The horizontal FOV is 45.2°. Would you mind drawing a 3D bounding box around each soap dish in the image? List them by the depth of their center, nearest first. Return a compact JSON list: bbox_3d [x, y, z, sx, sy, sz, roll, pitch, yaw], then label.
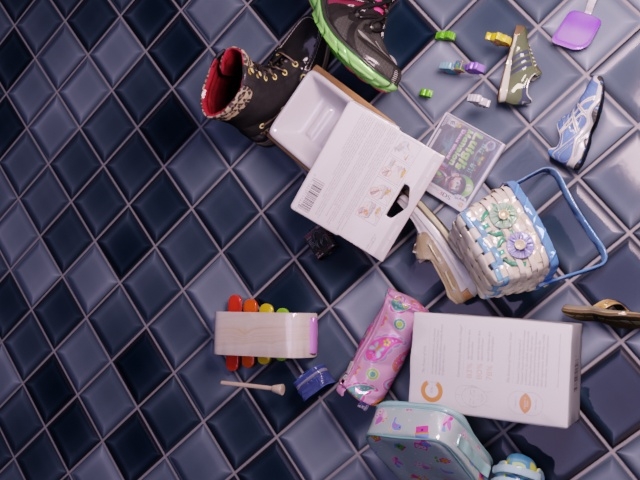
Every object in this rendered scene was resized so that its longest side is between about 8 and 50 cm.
[{"bbox_3d":[0.032,-0.275,1.961,0.291,0.118,0.229,42,103,24],"label":"soap dish"}]

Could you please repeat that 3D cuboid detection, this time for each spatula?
[{"bbox_3d":[0.627,-0.568,1.736,0.084,0.030,0.297,29,98,25],"label":"spatula"}]

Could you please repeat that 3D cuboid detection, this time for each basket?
[{"bbox_3d":[0.452,-0.008,1.686,0.288,0.201,0.255,-22,70,-15],"label":"basket"}]

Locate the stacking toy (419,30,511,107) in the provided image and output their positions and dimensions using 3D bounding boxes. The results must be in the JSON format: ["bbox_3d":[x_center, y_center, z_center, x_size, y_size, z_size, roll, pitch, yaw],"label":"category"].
[{"bbox_3d":[0.339,-0.411,1.838,0.221,0.052,0.167,20,93,50],"label":"stacking toy"}]

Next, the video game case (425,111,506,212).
[{"bbox_3d":[0.325,-0.188,1.857,0.173,0.022,0.190,35,101,25],"label":"video game case"}]

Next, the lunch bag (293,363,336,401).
[{"bbox_3d":[-0.020,0.359,1.953,0.098,0.067,0.065,-40,70,19],"label":"lunch bag"}]

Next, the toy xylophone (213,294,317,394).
[{"bbox_3d":[-0.163,0.275,2.026,0.322,0.081,0.236,8,88,27],"label":"toy xylophone"}]

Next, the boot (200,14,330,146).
[{"bbox_3d":[-0.137,-0.433,1.969,0.138,0.284,0.377,38,103,25],"label":"boot"}]

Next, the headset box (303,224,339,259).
[{"bbox_3d":[0.000,0.000,1.998,0.062,0.032,0.083,-39,71,18],"label":"headset box"}]

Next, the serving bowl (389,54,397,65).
[{"bbox_3d":[0.153,-0.441,1.967,0.083,0.027,0.083,-3,84,26],"label":"serving bowl"}]

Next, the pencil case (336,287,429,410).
[{"bbox_3d":[0.148,0.260,1.847,0.124,0.124,0.284,32,99,26],"label":"pencil case"}]

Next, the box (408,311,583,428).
[{"bbox_3d":[0.386,0.276,1.698,0.345,0.168,0.215,2,86,27],"label":"box"}]

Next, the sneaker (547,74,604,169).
[{"bbox_3d":[0.572,-0.267,1.706,0.081,0.080,0.211,21,93,24],"label":"sneaker"}]

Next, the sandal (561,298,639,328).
[{"bbox_3d":[0.614,0.151,1.658,0.180,0.072,0.049,7,67,32],"label":"sandal"}]

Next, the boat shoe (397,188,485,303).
[{"bbox_3d":[0.267,0.013,1.816,0.103,0.113,0.302,-41,69,12],"label":"boat shoe"}]

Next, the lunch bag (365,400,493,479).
[{"bbox_3d":[0.250,0.462,1.697,0.224,0.279,0.108,-8,46,34],"label":"lunch bag"}]

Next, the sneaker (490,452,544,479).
[{"bbox_3d":[0.393,0.550,1.594,0.127,0.319,0.208,12,82,15],"label":"sneaker"}]

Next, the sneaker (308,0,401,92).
[{"bbox_3d":[0.092,-0.582,1.913,0.202,0.185,0.483,-30,68,20],"label":"sneaker"}]

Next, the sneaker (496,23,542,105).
[{"bbox_3d":[0.472,-0.402,1.787,0.086,0.064,0.192,14,83,8],"label":"sneaker"}]

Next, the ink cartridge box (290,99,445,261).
[{"bbox_3d":[0.111,-0.141,1.830,0.261,0.066,0.296,31,103,4],"label":"ink cartridge box"}]
